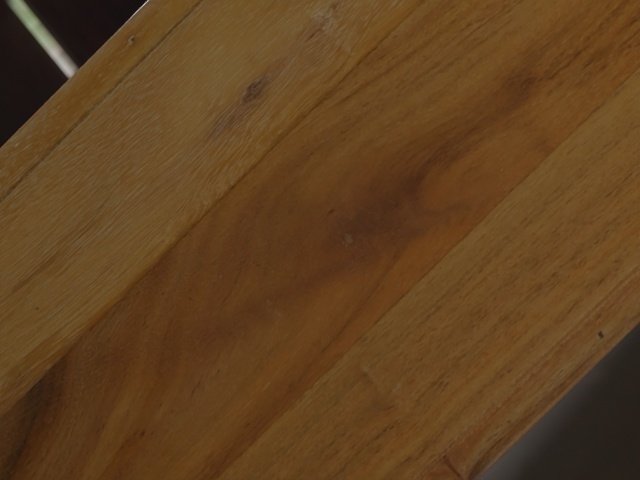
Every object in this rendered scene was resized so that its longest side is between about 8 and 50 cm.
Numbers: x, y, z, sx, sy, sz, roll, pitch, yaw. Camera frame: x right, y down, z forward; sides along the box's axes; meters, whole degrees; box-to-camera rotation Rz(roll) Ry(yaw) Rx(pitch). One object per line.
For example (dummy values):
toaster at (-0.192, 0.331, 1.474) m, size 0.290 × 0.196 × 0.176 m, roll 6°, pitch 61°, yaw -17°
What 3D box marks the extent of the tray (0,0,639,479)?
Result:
tray at (0.000, 0.000, 0.690) m, size 0.411 × 0.203 × 0.076 m, roll -45°, pitch -7°, yaw 4°
